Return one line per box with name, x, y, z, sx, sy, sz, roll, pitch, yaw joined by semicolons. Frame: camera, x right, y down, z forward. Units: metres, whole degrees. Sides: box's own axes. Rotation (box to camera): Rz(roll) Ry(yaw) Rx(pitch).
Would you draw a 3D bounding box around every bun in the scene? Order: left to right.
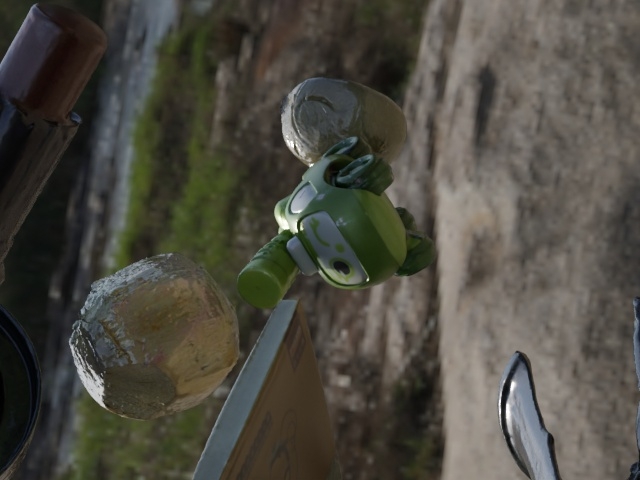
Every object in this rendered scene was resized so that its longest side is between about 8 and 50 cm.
bun;0.026;-0.146;2.125;0.173;0.167;0.113;-5;62;45

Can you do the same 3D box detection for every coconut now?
coconut;-0.176;0.104;1.709;0.194;0.194;0.194;-171;90;-76

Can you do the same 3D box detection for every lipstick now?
lipstick;-0.215;-0.005;0.896;0.299;0.081;0.081;-58;21;16

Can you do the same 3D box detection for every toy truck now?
toy truck;0.012;-0.012;1.730;0.211;0.148;0.187;-27;18;16

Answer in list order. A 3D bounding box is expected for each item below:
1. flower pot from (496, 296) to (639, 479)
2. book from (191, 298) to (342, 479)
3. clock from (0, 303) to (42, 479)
flower pot;0.423;0.301;2.052;0.251;0.379;0.379;-74;2;-59
book;-0.034;0.278;1.337;0.269;0.032;0.388;-66;-27;-45
clock;-0.475;0.179;1.722;0.066;0.319;0.318;107;165;-54
